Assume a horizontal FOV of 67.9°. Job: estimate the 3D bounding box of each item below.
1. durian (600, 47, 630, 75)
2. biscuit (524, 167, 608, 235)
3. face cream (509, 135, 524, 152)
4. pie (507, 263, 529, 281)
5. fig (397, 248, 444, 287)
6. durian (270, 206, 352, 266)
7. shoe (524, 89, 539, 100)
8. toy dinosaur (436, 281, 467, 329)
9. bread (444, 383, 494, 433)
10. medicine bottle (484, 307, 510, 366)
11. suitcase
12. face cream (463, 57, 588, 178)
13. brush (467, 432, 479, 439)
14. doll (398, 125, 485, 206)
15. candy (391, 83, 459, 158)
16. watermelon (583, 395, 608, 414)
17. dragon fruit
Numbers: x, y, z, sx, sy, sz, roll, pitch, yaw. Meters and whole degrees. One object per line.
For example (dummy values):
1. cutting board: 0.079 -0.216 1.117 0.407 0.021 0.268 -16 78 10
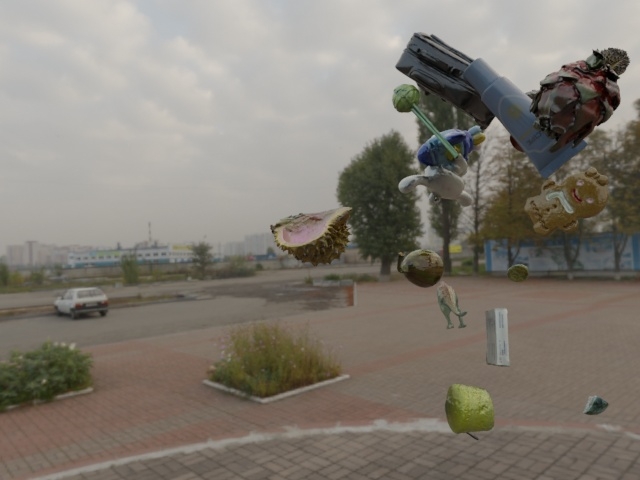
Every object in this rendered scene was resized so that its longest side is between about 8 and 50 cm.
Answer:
1. durian: 0.825 -0.508 1.345 0.140 0.071 0.110 -19 41 -20
2. biscuit: 0.768 -0.118 1.476 0.249 0.184 0.035 -29 -23 32
3. face cream: 0.832 -0.437 1.819 0.214 0.096 0.096 -40 6 -11
4. pie: 0.767 0.126 1.846 0.084 0.084 0.021 -4 29 23
5. fig: 0.350 0.104 1.690 0.186 0.142 0.148 -19 -19 -29
6. durian: -0.009 0.011 1.744 0.305 0.195 0.185 -17 37 -4
7. shoe: 0.738 -0.485 1.619 0.169 0.071 0.099 -15 21 1
8. toy dinosaur: 0.533 0.271 1.939 0.092 0.205 0.393 -14 -4 12
9. bread: 0.404 0.458 1.291 0.114 0.129 0.111 3 -12 -5
10. medicine bottle: 0.631 0.348 1.711 0.052 0.201 0.171 0 -13 8
11. suitcase: 0.459 -0.560 1.663 0.345 0.188 0.339 46 26 29
12. face cream: 0.552 -0.358 1.333 0.135 0.385 0.086 -44 -17 25
13. brush: 0.417 0.548 1.362 0.083 0.008 0.024 30 43 5
14. doll: 0.528 -0.331 2.008 0.187 0.365 0.376 24 13 41
15. candy: 0.347 -0.390 1.563 0.093 0.335 0.092 -31 -23 -2
16. watermelon: 0.897 0.528 1.556 0.085 0.085 0.061 -3 27 -7
17. dragon fruit: 0.572 -0.315 1.080 0.189 0.182 0.182 -26 -7 13
